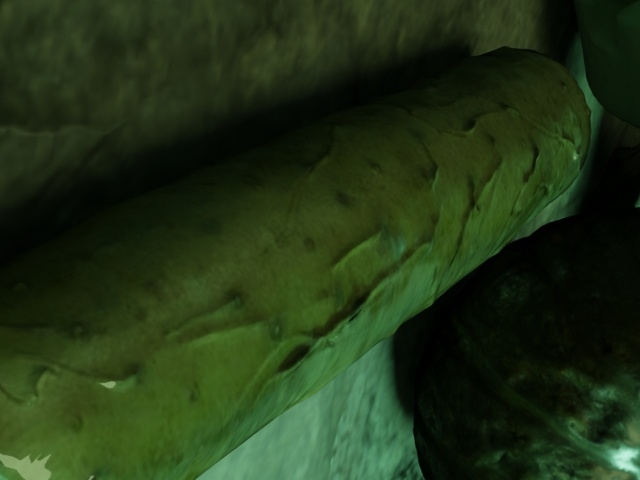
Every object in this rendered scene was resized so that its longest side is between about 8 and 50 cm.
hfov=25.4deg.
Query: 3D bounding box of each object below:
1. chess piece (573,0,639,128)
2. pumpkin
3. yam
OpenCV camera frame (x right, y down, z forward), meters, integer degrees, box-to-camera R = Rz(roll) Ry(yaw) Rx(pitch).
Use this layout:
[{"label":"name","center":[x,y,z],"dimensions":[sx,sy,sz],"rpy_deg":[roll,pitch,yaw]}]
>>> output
[{"label":"chess piece","center":[0.217,-0.035,0.756],"dimensions":[0.195,0.194,0.299],"rpy_deg":[-55,141,-30]},{"label":"pumpkin","center":[0.153,0.089,0.650],"dimensions":[0.157,0.223,0.224],"rpy_deg":[-105,-158,-68]},{"label":"yam","center":[0.000,0.000,0.458],"dimensions":[0.371,0.083,0.083],"rpy_deg":[-33,135,-53]}]
